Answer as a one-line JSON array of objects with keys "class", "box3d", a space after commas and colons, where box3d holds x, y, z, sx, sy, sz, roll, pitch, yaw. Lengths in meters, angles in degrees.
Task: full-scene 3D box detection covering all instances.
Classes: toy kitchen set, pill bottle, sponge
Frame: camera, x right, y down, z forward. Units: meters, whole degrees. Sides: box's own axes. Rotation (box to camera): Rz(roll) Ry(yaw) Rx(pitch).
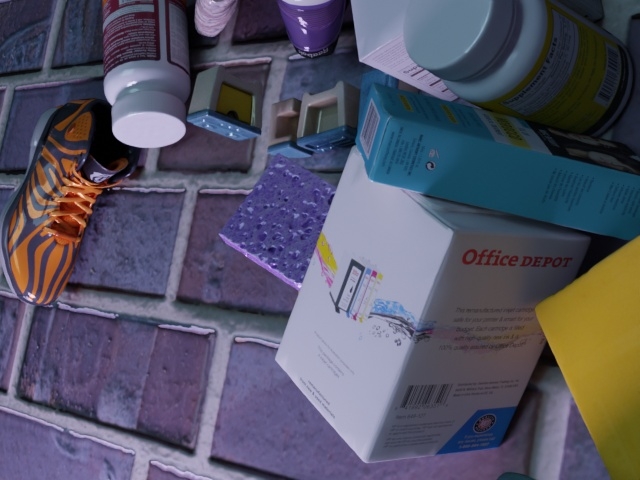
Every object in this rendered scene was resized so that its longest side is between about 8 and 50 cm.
[{"class": "toy kitchen set", "box3d": [-0.023, -0.133, 1.238, 0.207, 0.166, 0.122, -11, 69, 45]}, {"class": "pill bottle", "box3d": [0.180, -0.169, 1.001, 0.119, 0.209, 0.119, -18, 64, 43]}, {"class": "pill bottle", "box3d": [-0.244, -0.250, 1.547, 0.121, 0.121, 0.221, -26, 60, 40]}, {"class": "sponge", "box3d": [0.000, 0.000, 1.194, 0.210, 0.031, 0.117, 32, 79, 27]}]

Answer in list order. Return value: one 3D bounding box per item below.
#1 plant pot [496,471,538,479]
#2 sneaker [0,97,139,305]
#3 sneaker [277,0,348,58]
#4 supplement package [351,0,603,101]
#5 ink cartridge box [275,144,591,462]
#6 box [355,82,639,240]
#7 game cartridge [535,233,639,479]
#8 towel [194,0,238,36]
[{"class": "plant pot", "box3d": [0.135, 0.327, 0.838, 0.255, 0.271, 0.272, -49, 40, -15]}, {"class": "sneaker", "box3d": [-0.367, -0.064, 1.617, 0.180, 0.125, 0.321, -5, 74, 47]}, {"class": "sneaker", "box3d": [-0.008, -0.335, 1.335, 0.107, 0.124, 0.283, 3, 49, 9]}, {"class": "supplement package", "box3d": [0.143, -0.315, 1.137, 0.204, 0.145, 0.261, -27, 58, 39]}, {"class": "ink cartridge box", "box3d": [0.098, 0.055, 1.013, 0.168, 0.171, 0.232, 43, 121, 46]}, {"class": "box", "box3d": [0.158, -0.068, 0.949, 0.100, 0.244, 0.060, -103, 27, -65]}, {"class": "game cartridge", "box3d": [0.326, 0.102, 0.797, 0.324, 0.053, 0.285, -44, 61, 48]}, {"class": "towel", "box3d": [-0.090, -0.420, 1.375, 0.332, 0.054, 0.316, -154, 82, -82]}]
